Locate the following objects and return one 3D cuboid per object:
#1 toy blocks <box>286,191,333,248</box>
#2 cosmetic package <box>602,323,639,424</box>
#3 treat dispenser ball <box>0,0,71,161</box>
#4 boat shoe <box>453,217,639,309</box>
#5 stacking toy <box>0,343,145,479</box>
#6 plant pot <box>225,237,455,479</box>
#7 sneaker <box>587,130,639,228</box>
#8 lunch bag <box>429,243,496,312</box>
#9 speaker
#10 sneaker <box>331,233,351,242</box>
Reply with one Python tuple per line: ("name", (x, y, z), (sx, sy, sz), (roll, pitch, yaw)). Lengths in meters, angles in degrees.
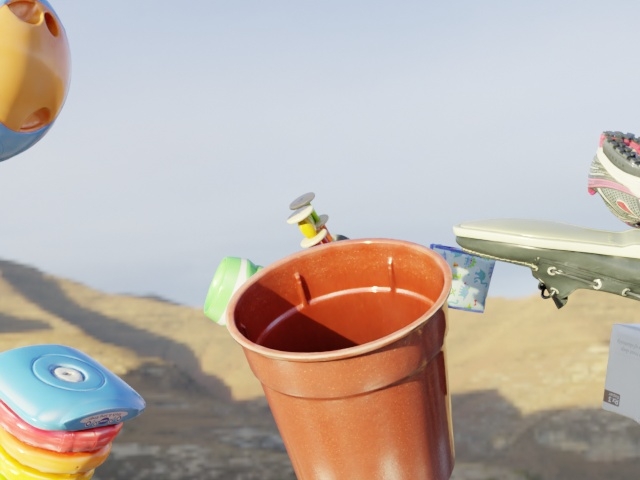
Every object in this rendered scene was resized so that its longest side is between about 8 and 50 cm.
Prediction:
("toy blocks", (0.000, 0.000, 2.080), (0.054, 0.148, 0.123), (-26, 19, 12))
("cosmetic package", (0.674, 0.227, 1.915), (0.385, 0.156, 0.217), (3, 7, -34))
("treat dispenser ball", (-0.494, -0.247, 1.644), (0.288, 0.288, 0.288), (-2, -8, 0))
("boat shoe", (0.341, 0.038, 1.562), (0.340, 0.113, 0.127), (5, 15, 14))
("stacking toy", (-0.353, 0.297, 1.470), (0.165, 0.302, 0.175), (31, 20, 35))
("plant pot", (0.046, 0.177, 1.433), (0.272, 0.265, 0.272), (-10, 26, 5))
("sneaker", (0.523, -0.053, 1.814), (0.121, 0.112, 0.299), (1, 35, -25))
("lunch bag", (0.279, 0.078, 2.473), (0.151, 0.129, 0.096), (9, 4, -34))
("speaker", (-0.045, 0.128, 2.025), (0.296, 0.131, 0.131), (21, -14, -12))
("sneaker", (0.098, 0.097, 2.434), (0.101, 0.267, 0.106), (-44, -21, 10))
